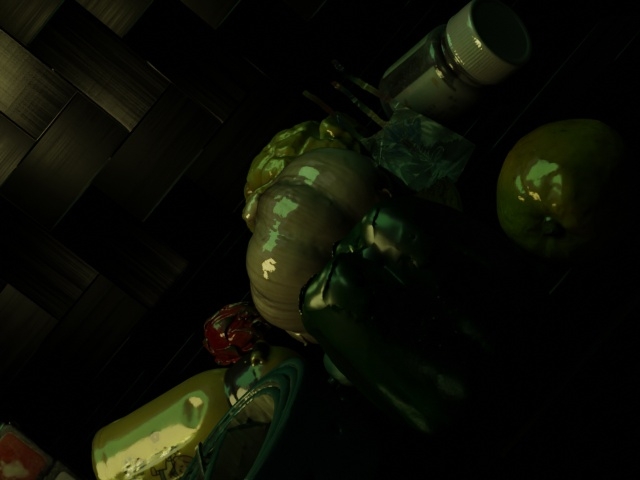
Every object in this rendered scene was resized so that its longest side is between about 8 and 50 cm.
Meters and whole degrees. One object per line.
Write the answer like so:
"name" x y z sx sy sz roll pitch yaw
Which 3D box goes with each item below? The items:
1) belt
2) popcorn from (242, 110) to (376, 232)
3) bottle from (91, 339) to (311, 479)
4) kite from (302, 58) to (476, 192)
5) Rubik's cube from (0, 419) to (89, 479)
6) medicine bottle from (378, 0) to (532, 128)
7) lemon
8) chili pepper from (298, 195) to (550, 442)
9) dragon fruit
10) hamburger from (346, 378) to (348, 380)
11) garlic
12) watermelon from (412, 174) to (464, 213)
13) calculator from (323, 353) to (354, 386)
"belt" -0.075 0.323 1.513 0.300 0.173 0.436 -47 12 23
"popcorn" 0.006 -0.075 2.175 0.282 0.282 0.247 -42 34 35
"bottle" -0.159 0.283 1.830 0.351 0.171 0.171 -30 18 17
"kite" 0.107 -0.189 2.088 0.169 0.310 0.015 -50 -13 -29
"Rubik's cube" -0.556 0.566 2.113 0.363 0.362 0.358 -33 24 57
"medicine bottle" 0.246 -0.315 2.257 0.273 0.165 0.165 -36 19 45
"lemon" 0.281 -0.056 1.377 0.170 0.170 0.207 -44 6 28
"chili pepper" 0.112 0.084 1.380 0.233 0.257 0.248 -56 7 -28
"dragon fruit" -0.164 0.183 2.402 0.142 0.130 0.121 -51 -21 2
"hamburger" 0.070 0.166 1.718 0.076 0.044 0.083 13 67 32
"garlic" 0.012 0.009 1.929 0.322 0.322 0.241 -51 37 -1
"watermelon" 0.154 -0.023 1.874 0.075 0.092 0.181 -38 -2 44
"calculator" 0.087 0.123 1.826 0.246 0.045 0.141 -52 12 -2
